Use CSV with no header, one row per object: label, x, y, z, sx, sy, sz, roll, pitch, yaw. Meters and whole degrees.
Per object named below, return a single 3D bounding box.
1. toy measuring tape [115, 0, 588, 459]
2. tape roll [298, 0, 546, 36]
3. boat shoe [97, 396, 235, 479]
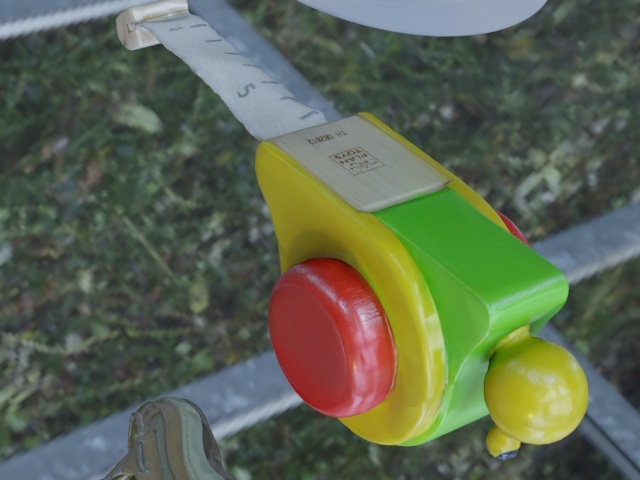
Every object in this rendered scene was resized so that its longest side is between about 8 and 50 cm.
toy measuring tape,0.000,0.000,0.696,0.121,0.330,0.121,-24,134,-28
tape roll,0.041,-0.206,0.905,0.219,0.219,0.072,51,52,-62
boat shoe,-0.087,0.128,0.767,0.072,0.190,0.068,-6,102,-15
